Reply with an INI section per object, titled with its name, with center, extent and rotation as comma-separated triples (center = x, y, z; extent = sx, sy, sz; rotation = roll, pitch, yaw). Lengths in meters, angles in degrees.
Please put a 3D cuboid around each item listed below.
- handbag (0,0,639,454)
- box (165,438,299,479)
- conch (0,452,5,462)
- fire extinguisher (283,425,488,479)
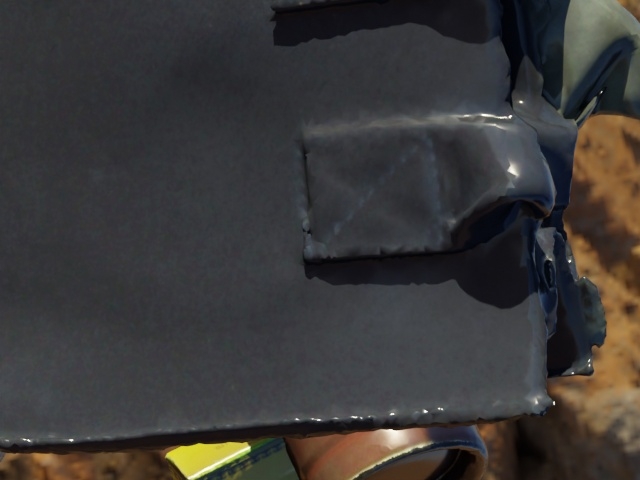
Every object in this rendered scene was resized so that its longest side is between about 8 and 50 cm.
[handbag]
center = -0.015, -0.098, 0.573
extent = 0.118, 0.269, 0.326
rotation = -9, 93, -69
[box]
center = 0.008, 0.223, 1.069
extent = 0.153, 0.041, 0.279
rotation = -24, 118, -18
[conch]
center = -0.303, 0.128, 1.110
extent = 0.221, 0.121, 0.185
rotation = 8, 96, -50
[fire extinguisher]
center = 0.000, 0.000, 0.977
extent = 0.102, 0.138, 0.344
rotation = 107, -35, -51
